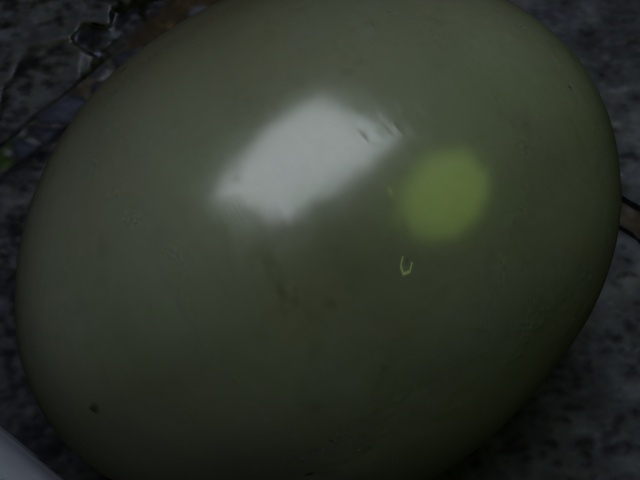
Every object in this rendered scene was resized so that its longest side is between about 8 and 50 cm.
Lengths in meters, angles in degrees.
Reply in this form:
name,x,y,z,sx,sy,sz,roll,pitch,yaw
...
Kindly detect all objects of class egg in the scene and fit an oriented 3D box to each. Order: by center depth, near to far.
name,x,y,z,sx,sy,sz,roll,pitch,yaw
egg,0.000,0.000,0.805,0.269,0.219,0.219,-24,54,-13

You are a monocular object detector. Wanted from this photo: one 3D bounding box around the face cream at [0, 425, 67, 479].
name,x,y,z,sx,sy,sz,roll,pitch,yaw
face cream,-0.134,0.125,0.792,0.269,0.082,0.082,33,58,27
